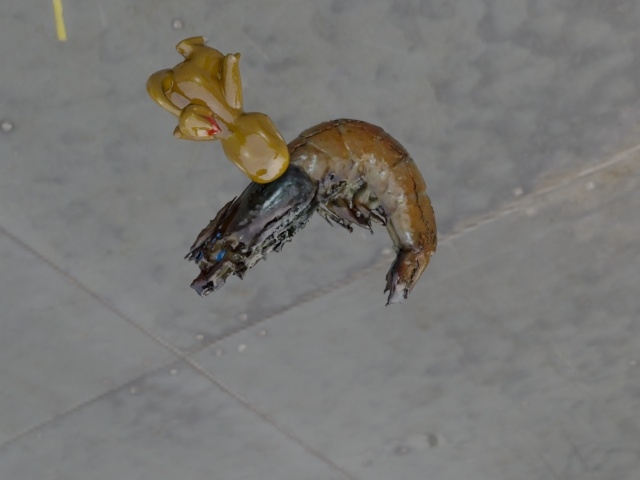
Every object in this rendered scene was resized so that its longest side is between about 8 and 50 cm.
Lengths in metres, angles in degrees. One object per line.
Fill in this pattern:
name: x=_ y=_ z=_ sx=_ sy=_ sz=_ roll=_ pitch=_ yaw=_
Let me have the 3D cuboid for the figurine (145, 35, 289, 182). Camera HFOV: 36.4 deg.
figurine: x=-0.108 y=-0.127 z=1.019 sx=0.176 sy=0.122 sz=0.121 roll=40 pitch=114 yaw=1

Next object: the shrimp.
shrimp: x=0.000 y=0.000 z=1.080 sx=0.290 sy=0.222 sz=0.054 roll=-37 pitch=172 yaw=-14
